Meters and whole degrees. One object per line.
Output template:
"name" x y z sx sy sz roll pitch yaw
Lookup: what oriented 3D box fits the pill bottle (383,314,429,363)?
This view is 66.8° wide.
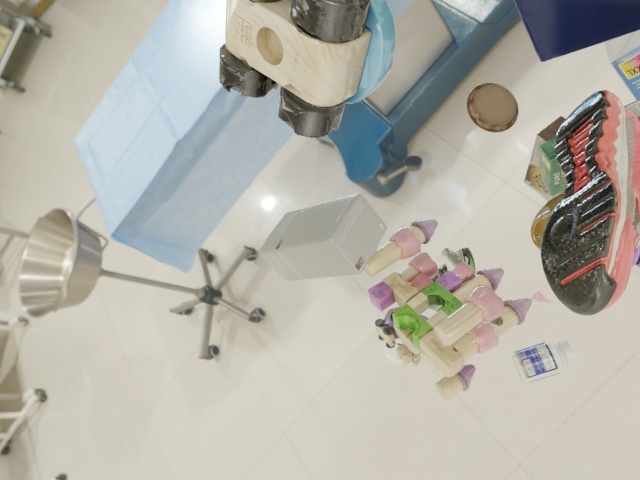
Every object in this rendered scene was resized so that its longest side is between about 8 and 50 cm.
"pill bottle" 0.315 0.353 1.725 0.152 0.272 0.152 0 90 25

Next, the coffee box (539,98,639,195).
"coffee box" 0.442 -0.148 0.763 0.184 0.113 0.040 -26 57 15

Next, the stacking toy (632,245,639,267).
"stacking toy" 1.013 0.043 1.371 0.330 0.141 0.141 16 85 24

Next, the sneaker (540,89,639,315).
"sneaker" 0.370 -0.046 0.591 0.116 0.136 0.313 124 167 -64

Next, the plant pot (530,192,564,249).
"plant pot" 0.764 -0.032 1.526 0.237 0.254 0.237 7 101 41

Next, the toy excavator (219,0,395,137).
"toy excavator" -0.002 -0.435 0.868 0.433 0.445 0.222 38 142 19

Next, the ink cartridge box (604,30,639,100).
"ink cartridge box" 0.868 -0.441 1.221 0.151 0.395 0.270 -25 43 42

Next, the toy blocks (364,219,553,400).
"toy blocks" 0.279 0.128 1.029 0.260 0.309 0.288 -32 46 -16

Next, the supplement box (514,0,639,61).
"supplement box" 0.432 -0.509 0.783 0.195 0.194 0.356 -9 54 39

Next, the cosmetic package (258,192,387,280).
"cosmetic package" 0.000 0.000 0.960 0.238 0.107 0.127 -15 35 50

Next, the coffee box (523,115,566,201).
"coffee box" 0.859 -0.277 1.751 0.119 0.297 0.168 -36 61 -7

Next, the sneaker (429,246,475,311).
"sneaker" 0.472 0.156 1.844 0.134 0.146 0.343 -91 18 -46

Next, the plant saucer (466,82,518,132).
"plant saucer" 0.538 -0.416 1.508 0.168 0.168 0.029 19 52 39

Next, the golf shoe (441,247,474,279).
"golf shoe" 0.358 0.103 1.294 0.086 0.176 0.069 -30 15 27

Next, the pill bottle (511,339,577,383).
"pill bottle" 0.762 0.408 1.655 0.187 0.112 0.112 -21 62 11
